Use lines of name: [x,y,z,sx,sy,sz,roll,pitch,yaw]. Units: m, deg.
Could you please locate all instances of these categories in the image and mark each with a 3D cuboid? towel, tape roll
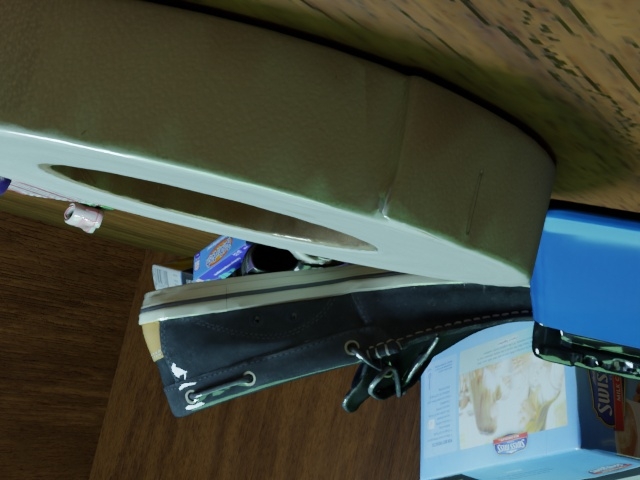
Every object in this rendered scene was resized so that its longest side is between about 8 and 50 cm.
towel: [-0.424,-0.088,1.484,0.197,0.029,0.144,8,174,25]
tape roll: [-0.057,-0.048,0.595,0.392,0.072,0.392,13,175,1]

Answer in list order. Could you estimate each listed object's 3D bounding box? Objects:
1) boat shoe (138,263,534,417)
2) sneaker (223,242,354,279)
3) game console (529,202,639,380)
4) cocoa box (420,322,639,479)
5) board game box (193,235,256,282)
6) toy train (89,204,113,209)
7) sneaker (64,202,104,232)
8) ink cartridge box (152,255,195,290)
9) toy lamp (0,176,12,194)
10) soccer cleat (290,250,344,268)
boat shoe: [0.055,0.101,1.055,0.500,0.156,0.187,-7,173,6]
sneaker: [-0.076,0.042,1.324,0.283,0.107,0.124,-24,145,32]
game console: [0.322,0.030,0.759,0.293,0.173,0.250,12,-154,23]
cocoa box: [0.338,0.248,1.489,0.228,0.231,0.347,17,153,-28]
board game box: [-0.061,0.038,1.487,0.210,0.047,0.160,15,151,-30]
toy train: [-0.366,-0.067,1.574,0.083,0.023,0.017,15,175,-27]
sneaker: [-0.477,-0.049,1.979,0.070,0.051,0.134,16,172,-18]
ink cartridge box: [-0.107,0.047,1.734,0.307,0.072,0.303,-14,-174,-23]
toy lamp: [-0.436,-0.102,1.014,0.080,0.080,0.275,11,177,29]
soccer cleat: [0.000,0.000,1.015,0.076,0.068,0.196,34,-176,29]
